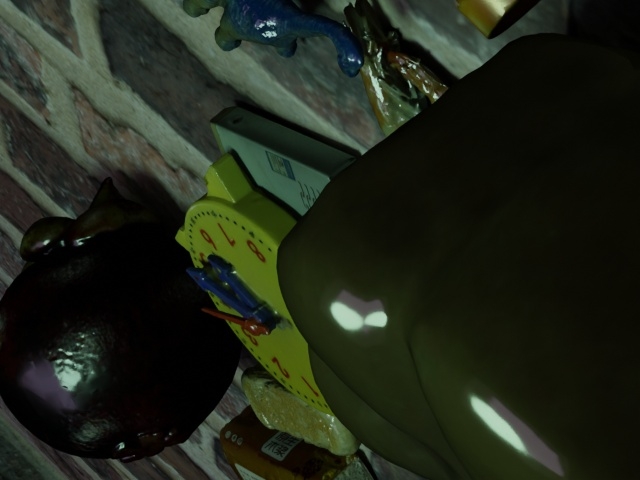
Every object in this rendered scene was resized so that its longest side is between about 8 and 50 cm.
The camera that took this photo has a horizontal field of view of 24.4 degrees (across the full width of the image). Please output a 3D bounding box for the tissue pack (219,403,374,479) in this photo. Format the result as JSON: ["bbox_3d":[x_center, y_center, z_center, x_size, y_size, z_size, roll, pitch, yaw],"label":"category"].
[{"bbox_3d":[-0.016,0.324,1.936,0.226,0.092,0.183,22,144,49],"label":"tissue pack"}]

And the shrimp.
[{"bbox_3d":[0.070,-0.117,1.186,0.099,0.041,0.180,-2,123,58],"label":"shrimp"}]

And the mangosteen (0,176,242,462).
[{"bbox_3d":[-0.253,0.093,1.794,0.307,0.307,0.346,117,139,-65],"label":"mangosteen"}]

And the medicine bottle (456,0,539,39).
[{"bbox_3d":[0.075,-0.228,0.940,0.192,0.096,0.096,47,157,6],"label":"medicine bottle"}]

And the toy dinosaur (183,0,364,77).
[{"bbox_3d":[-0.057,-0.223,1.201,0.247,0.075,0.188,60,161,-2],"label":"toy dinosaur"}]

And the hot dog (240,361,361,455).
[{"bbox_3d":[-0.012,0.187,1.746,0.242,0.073,0.084,6,128,61],"label":"hot dog"}]

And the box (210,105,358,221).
[{"bbox_3d":[0.000,0.000,1.481,0.211,0.045,0.270,25,147,43],"label":"box"}]

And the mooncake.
[{"bbox_3d":[0.196,0.102,0.942,0.467,0.262,0.467,45,168,13],"label":"mooncake"}]

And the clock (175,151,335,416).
[{"bbox_3d":[-0.050,0.068,1.523,0.293,0.071,0.277,46,157,10],"label":"clock"}]
